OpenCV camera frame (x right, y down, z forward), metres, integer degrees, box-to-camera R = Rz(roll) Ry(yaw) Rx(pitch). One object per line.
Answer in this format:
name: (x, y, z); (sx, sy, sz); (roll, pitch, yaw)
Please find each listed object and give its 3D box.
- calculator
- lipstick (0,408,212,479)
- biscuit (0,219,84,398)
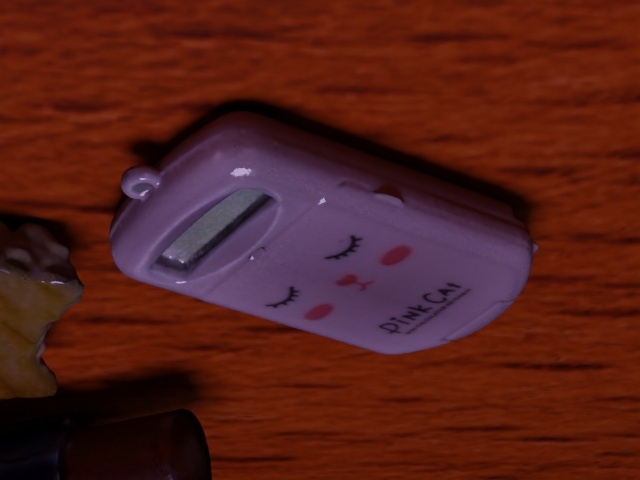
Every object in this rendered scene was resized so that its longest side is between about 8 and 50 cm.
calculator: (0.000, 0.000, 0.736); (0.175, 0.032, 0.100); (18, 143, -30)
lipstick: (-0.189, 0.128, 0.878); (0.299, 0.081, 0.081); (-14, 147, 17)
biscuit: (-0.180, -0.002, 0.717); (0.176, 0.031, 0.228); (-2, 146, -3)
